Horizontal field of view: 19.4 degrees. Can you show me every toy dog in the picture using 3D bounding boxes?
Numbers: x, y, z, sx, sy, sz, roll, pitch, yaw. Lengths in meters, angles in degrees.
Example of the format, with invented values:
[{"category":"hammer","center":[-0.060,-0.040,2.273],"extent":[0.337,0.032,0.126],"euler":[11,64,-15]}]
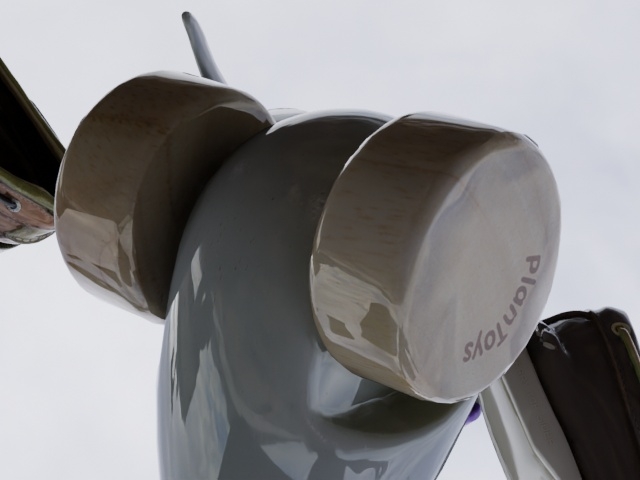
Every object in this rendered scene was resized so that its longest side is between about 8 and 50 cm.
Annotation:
[{"category":"toy dog","center":[0.012,0.084,0.640],"extent":[0.161,0.334,0.220],"euler":[-16,-134,-43]}]

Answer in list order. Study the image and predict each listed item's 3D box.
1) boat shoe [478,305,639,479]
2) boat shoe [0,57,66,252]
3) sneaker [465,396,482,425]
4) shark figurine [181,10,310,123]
[{"category":"boat shoe","center":[0.187,0.189,1.073],"extent":[0.096,0.116,0.324],"euler":[-16,-113,-11]},{"category":"boat shoe","center":[-0.272,-0.127,1.272],"extent":[0.104,0.307,0.111],"euler":[-17,-149,49]},{"category":"sneaker","center":[0.046,0.165,1.392],"extent":[0.102,0.282,0.161],"euler":[9,174,-35]},{"category":"shark figurine","center":[-0.007,0.001,0.827],"extent":[0.116,0.166,0.278],"euler":[-6,-143,14]}]
